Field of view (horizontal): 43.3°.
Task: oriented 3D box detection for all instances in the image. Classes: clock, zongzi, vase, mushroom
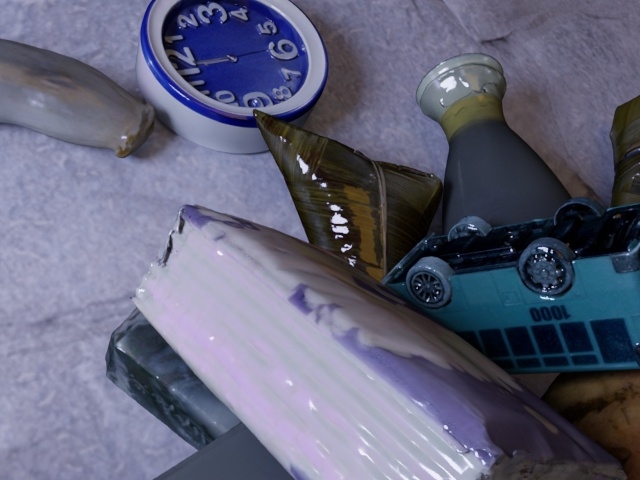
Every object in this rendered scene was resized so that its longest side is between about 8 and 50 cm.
[{"bbox_3d":[-0.109,-0.219,0.993,0.230,0.083,0.230,9,61,-16],"label":"clock"},{"bbox_3d":[0.520,-0.050,1.126,0.260,0.123,0.289,20,66,-13],"label":"zongzi"},{"bbox_3d":[0.214,-0.077,0.991,0.173,0.173,0.321,4,55,-19],"label":"vase"},{"bbox_3d":[-0.349,-0.166,0.856,0.351,0.097,0.109,10,59,-19],"label":"mushroom"},{"bbox_3d":[0.000,0.000,0.882,0.241,0.111,0.247,23,61,-11],"label":"zongzi"}]

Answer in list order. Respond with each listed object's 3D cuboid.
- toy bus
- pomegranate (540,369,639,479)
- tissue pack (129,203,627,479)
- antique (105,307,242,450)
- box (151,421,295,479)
[{"bbox_3d":[0.204,0.051,0.765,0.128,0.256,0.147,-40,113,-46],"label":"toy bus"},{"bbox_3d":[0.345,0.244,0.782,0.322,0.322,0.322,10,58,-16],"label":"pomegranate"},{"bbox_3d":[0.036,0.108,0.631,0.344,0.125,0.242,37,10,40],"label":"tissue pack"},{"bbox_3d":[-0.117,0.134,0.774,0.183,0.088,0.086,37,54,4],"label":"antique"},{"bbox_3d":[-0.065,0.255,0.641,0.163,0.243,0.135,-27,63,-31],"label":"box"}]
